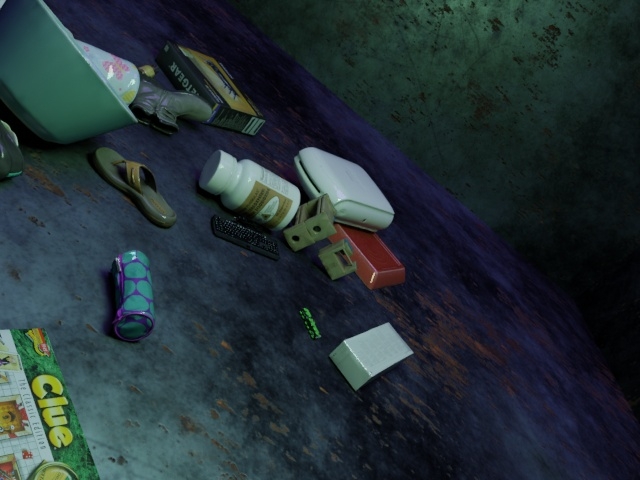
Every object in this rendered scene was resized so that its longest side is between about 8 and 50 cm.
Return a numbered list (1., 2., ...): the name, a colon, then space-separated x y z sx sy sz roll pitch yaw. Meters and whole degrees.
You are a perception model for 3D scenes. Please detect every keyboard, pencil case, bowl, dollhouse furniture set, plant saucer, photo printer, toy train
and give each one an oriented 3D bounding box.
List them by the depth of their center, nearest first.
1. pencil case: -0.307 0.087 0.949 0.070 0.064 0.152 43 16 -43
2. bowl: -0.510 -0.306 1.100 0.311 0.163 0.311 52 -5 7
3. toy train: -0.022 0.185 1.298 0.023 0.017 0.083 31 23 -51
4. pencil case: -0.547 -0.388 1.321 0.273 0.113 0.124 7 73 -54
5. keyboard: -0.172 -0.022 1.389 0.192 0.038 0.100 25 28 -37
6. dollhouse furniture set: 0.000 0.000 1.556 0.184 0.129 0.129 60 15 -23
7. plant saucer: 0.143 0.029 1.794 0.259 0.048 0.258 52 25 20
8. photo printer: 0.063 -0.158 1.796 0.307 0.107 0.256 13 38 -48

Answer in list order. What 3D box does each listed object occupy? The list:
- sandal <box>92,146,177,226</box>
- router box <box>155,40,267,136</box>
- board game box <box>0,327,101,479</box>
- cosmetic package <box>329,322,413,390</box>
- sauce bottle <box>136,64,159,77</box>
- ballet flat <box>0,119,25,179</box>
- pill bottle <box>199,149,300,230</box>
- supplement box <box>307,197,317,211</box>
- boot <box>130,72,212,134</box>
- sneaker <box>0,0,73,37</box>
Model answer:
1. sandal: -0.373 -0.119 1.205 0.219 0.060 0.090 45 23 6
2. router box: -0.343 -0.476 1.846 0.309 0.081 0.243 52 25 21
3. board game box: -0.358 0.216 0.692 0.136 0.030 0.260 10 39 -55
4. cosmetic package: 0.121 0.261 1.336 0.099 0.060 0.239 49 24 20
5. sauce bottle: -0.492 -0.478 1.659 0.042 0.042 0.128 39 25 -9
6. ballet flat: -0.592 -0.214 0.998 0.280 0.095 0.096 59 16 11
7. pill bottle: -0.175 -0.125 1.442 0.229 0.131 0.131 28 27 -31
8. supplement box: -0.008 -0.123 1.817 0.055 0.043 0.083 36 25 -18
9. boot: -0.393 -0.332 1.544 0.246 0.083 0.161 16 42 -37
10. sneaker: -0.679 -0.488 1.296 0.169 0.108 0.292 42 22 5
